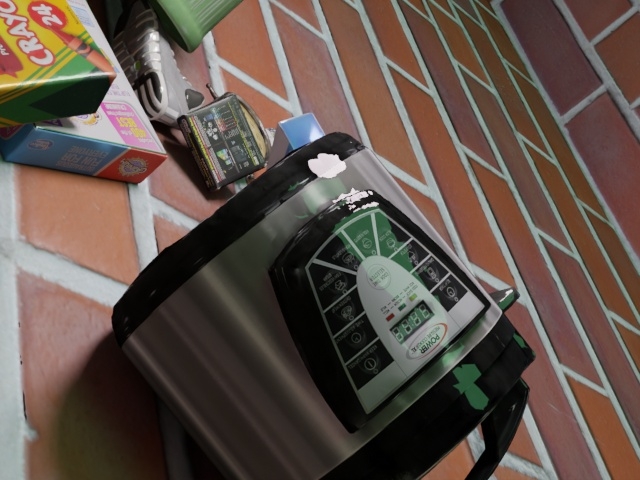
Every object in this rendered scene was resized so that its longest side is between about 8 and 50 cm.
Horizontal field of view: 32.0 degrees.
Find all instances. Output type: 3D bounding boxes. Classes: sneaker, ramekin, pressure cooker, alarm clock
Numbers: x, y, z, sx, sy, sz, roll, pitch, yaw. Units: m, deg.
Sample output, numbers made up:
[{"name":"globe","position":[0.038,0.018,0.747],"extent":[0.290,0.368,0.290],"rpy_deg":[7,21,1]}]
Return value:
[{"name":"sneaker","position":[-0.244,-0.260,1.729],"extent":[0.132,0.086,0.229],"rpy_deg":[28,42,-49]},{"name":"ramekin","position":[-0.245,-0.462,1.772],"extent":[0.303,0.148,0.303],"rpy_deg":[51,-4,5]},{"name":"pressure cooker","position":[0.025,0.134,1.253],"extent":[0.420,0.370,0.375],"rpy_deg":[52,20,2]},{"name":"alarm clock","position":[-0.130,-0.150,1.763],"extent":[0.129,0.064,0.192],"rpy_deg":[24,39,-58]}]

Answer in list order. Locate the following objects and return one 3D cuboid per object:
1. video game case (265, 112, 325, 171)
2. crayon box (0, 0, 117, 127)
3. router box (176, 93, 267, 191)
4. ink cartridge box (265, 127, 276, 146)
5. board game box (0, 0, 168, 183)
[{"name":"video game case","position":[0.000,0.000,1.580],"extent":[0.061,0.244,0.270],"rpy_deg":[-18,63,-22]},{"name":"crayon box","position":[-0.416,-0.220,1.267],"extent":[0.318,0.081,0.202],"rpy_deg":[-19,67,-47]},{"name":"router box","position":[-0.147,-0.146,1.669],"extent":[0.092,0.038,0.122],"rpy_deg":[-27,96,-28]},{"name":"ink cartridge box","position":[-0.067,-0.138,1.900],"extent":[0.115,0.029,0.063],"rpy_deg":[53,24,9]},{"name":"board game box","position":[-0.364,-0.230,1.484],"extent":[0.242,0.064,0.317],"rpy_deg":[9,46,-56]}]
